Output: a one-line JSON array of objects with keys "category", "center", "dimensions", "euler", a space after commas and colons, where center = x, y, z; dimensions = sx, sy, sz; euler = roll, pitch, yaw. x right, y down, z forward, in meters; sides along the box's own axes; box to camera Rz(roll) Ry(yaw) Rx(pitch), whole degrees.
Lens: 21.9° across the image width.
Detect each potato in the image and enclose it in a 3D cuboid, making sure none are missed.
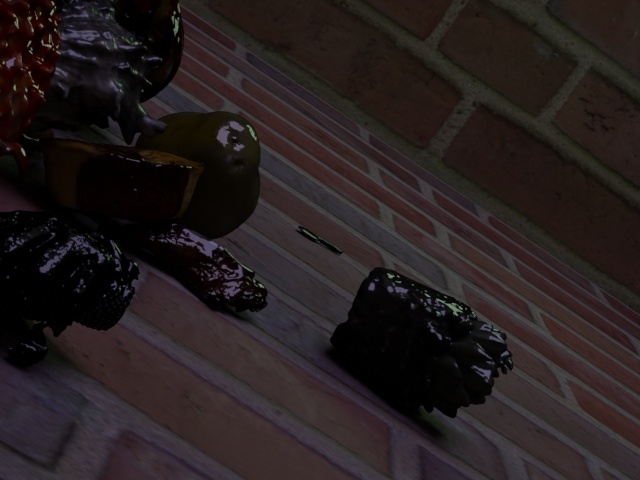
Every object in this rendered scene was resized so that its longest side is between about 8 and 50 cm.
[{"category": "potato", "center": [-0.131, -0.082, 1.884], "dimensions": [0.157, 0.157, 0.194], "euler": [32, -28, -14]}]

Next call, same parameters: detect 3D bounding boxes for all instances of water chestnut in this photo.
[{"category": "water chestnut", "center": [-0.307, -0.284, 2.078], "dimensions": [0.289, 0.289, 0.244], "euler": [34, 42, -6]}]

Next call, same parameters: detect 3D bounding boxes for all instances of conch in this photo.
[{"category": "conch", "center": [-0.307, -0.189, 1.717], "dimensions": [0.313, 0.186, 0.240], "euler": [34, 23, 12]}]

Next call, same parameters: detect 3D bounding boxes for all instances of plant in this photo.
[{"category": "plant", "center": [0.116, 0.122, 1.871], "dimensions": [0.194, 0.132, 0.129], "euler": [32, 13, 11]}]

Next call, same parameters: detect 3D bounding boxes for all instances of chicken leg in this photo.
[{"category": "chicken leg", "center": [-0.142, 0.021, 1.751], "dimensions": [0.205, 0.053, 0.093], "euler": [27, 28, -13]}]

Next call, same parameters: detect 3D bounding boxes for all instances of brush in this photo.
[{"category": "brush", "center": [0.000, 0.000, 2.388], "dimensions": [0.083, 0.008, 0.024], "euler": [30, 10, -27]}]

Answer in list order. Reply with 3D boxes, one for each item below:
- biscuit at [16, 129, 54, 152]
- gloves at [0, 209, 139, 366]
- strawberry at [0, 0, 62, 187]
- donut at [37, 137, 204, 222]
[{"category": "biscuit", "center": [-0.379, -0.153, 1.832], "dimensions": [0.188, 0.027, 0.188], "euler": [32, 10, -6]}, {"category": "gloves", "center": [-0.236, 0.022, 1.272], "dimensions": [0.129, 0.106, 0.180], "euler": [42, 8, 24]}, {"category": "strawberry", "center": [-0.338, -0.154, 1.407], "dimensions": [0.292, 0.292, 0.343], "euler": [27, 30, -36]}, {"category": "donut", "center": [-0.209, -0.064, 1.724], "dimensions": [0.166, 0.073, 0.184], "euler": [9, 6, 10]}]
